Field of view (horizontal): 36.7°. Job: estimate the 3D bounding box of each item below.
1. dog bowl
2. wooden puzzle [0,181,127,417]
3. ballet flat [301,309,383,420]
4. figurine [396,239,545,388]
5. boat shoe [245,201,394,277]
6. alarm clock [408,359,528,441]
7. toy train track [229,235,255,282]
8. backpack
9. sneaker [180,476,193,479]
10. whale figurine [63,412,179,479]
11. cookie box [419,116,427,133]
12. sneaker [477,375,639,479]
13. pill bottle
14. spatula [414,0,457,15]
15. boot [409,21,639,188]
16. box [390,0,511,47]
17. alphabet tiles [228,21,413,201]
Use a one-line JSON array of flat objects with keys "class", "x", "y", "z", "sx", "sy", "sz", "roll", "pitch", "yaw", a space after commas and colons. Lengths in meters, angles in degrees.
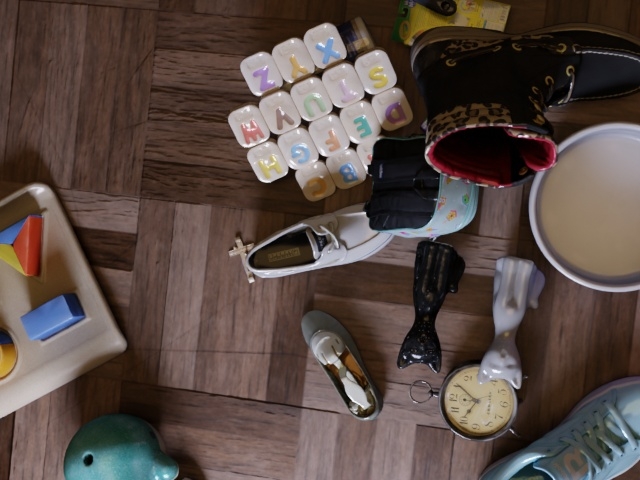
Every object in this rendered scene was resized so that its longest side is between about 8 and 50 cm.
[{"class": "dog bowl", "x": 0.465, "y": -0.054, "z": 1.527, "sx": 0.265, "sy": 0.104, "sz": 0.264, "roll": 0, "pitch": 92, "yaw": 10}, {"class": "wooden puzzle", "x": -0.559, "y": 0.113, "z": 1.730, "sx": 0.322, "sy": 0.080, "sz": 0.347, "roll": -28, "pitch": 87, "yaw": 10}, {"class": "ballet flat", "x": 0.037, "y": 0.210, "z": 1.631, "sx": 0.072, "sy": 0.068, "sz": 0.213, "roll": -35, "pitch": 85, "yaw": 9}, {"class": "figurine", "x": 0.242, "y": 0.125, "z": 1.556, "sx": 0.215, "sy": 0.092, "sz": 0.209, "roll": 11, "pitch": 79, "yaw": 9}, {"class": "boat shoe", "x": 0.000, "y": 0.000, "z": 1.620, "sx": 0.268, "sy": 0.088, "sz": 0.096, "roll": -13, "pitch": 89, "yaw": 9}, {"class": "alarm clock", "x": 0.242, "y": 0.260, "z": 1.597, "sx": 0.192, "sy": 0.064, "sz": 0.129, "roll": 7, "pitch": 93, "yaw": 7}, {"class": "toy train track", "x": -0.133, "y": 0.033, "z": 1.684, "sx": 0.048, "sy": 0.014, "sz": 0.083, "roll": -19, "pitch": 89, "yaw": 10}, {"class": "backpack", "x": 0.171, "y": -0.084, "z": 1.524, "sx": 0.145, "sy": 0.188, "sz": 0.165, "roll": 9, "pitch": 85, "yaw": -24}, {"class": "sneaker", "x": -0.263, "y": 0.500, "z": 1.697, "sx": 0.071, "sy": 0.068, "sz": 0.170, "roll": 39, "pitch": 99, "yaw": -2}, {"class": "whale figurine", "x": -0.345, "y": 0.426, "z": 1.637, "sx": 0.216, "sy": 0.141, "sz": 0.272, "roll": -26, "pitch": 64, "yaw": 11}, {"class": "cookie box", "x": 0.233, "y": -0.187, "z": 1.597, "sx": 0.107, "sy": 0.040, "sz": 0.092, "roll": 42, "pitch": 97, "yaw": 6}, {"class": "sneaker", "x": 0.407, "y": 0.351, "z": 1.526, "sx": 0.366, "sy": 0.150, "sz": 0.135, "roll": -39, "pitch": 86, "yaw": 9}, {"class": "pill bottle", "x": 0.012, "y": -0.295, "z": 1.606, "sx": 0.169, "sy": 0.094, "sz": 0.094, "roll": -26, "pitch": 87, "yaw": 10}, {"class": "spatula", "x": 0.101, "y": -0.438, "z": 1.599, "sx": 0.296, "sy": 0.030, "sz": 0.084, "roll": 33, "pitch": 98, "yaw": 26}, {"class": "boot", "x": 0.322, "y": -0.206, "z": 1.442, "sx": 0.378, "sy": 0.284, "sz": 0.138, "roll": 5, "pitch": 132, "yaw": 1}, {"class": "box", "x": 0.214, "y": -0.356, "z": 1.596, "sx": 0.179, "sy": 0.043, "sz": 0.105, "roll": 16, "pitch": 95, "yaw": 7}, {"class": "alphabet tiles", "x": 0.000, "y": -0.205, "z": 1.587, "sx": 0.284, "sy": 0.021, "sz": 0.277, "roll": -22, "pitch": 115, "yaw": 10}]
